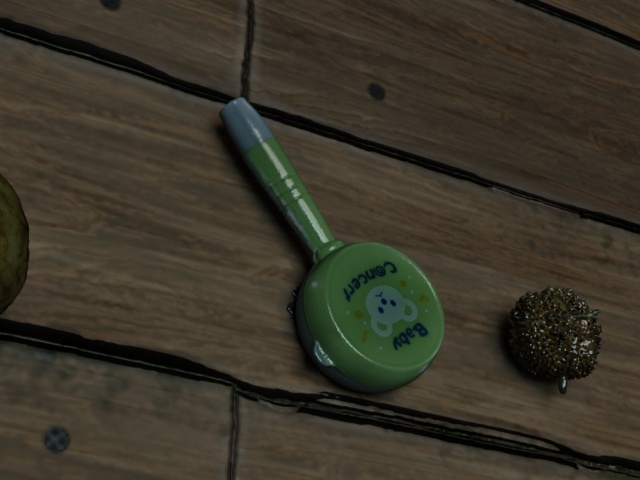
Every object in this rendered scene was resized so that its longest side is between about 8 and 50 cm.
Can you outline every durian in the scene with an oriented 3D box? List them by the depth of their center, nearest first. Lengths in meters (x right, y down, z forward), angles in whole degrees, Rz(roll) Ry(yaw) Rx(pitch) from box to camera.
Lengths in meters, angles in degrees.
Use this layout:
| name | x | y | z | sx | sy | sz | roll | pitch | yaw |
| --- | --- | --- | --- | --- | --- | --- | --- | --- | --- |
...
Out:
| name | x | y | z | sx | sy | sz | roll | pitch | yaw |
| --- | --- | --- | --- | --- | --- | --- | --- | --- | --- |
| durian | 0.193 | 0.081 | 0.991 | 0.080 | 0.080 | 0.091 | 9 | 70 | -28 |

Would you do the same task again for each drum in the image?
| name | x | y | z | sx | sy | sz | roll | pitch | yaw |
| --- | --- | --- | --- | --- | --- | --- | --- | --- | --- |
| drum | -0.011 | 0.011 | 0.917 | 0.253 | 0.049 | 0.130 | 45 | 49 | -2 |

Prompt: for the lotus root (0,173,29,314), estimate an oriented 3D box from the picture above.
| name | x | y | z | sx | sy | sz | roll | pitch | yaw |
| --- | --- | --- | --- | --- | --- | --- | --- | --- | --- |
| lotus root | -0.296 | -0.005 | 0.696 | 0.260 | 0.128 | 0.145 | 9 | 45 | -34 |
